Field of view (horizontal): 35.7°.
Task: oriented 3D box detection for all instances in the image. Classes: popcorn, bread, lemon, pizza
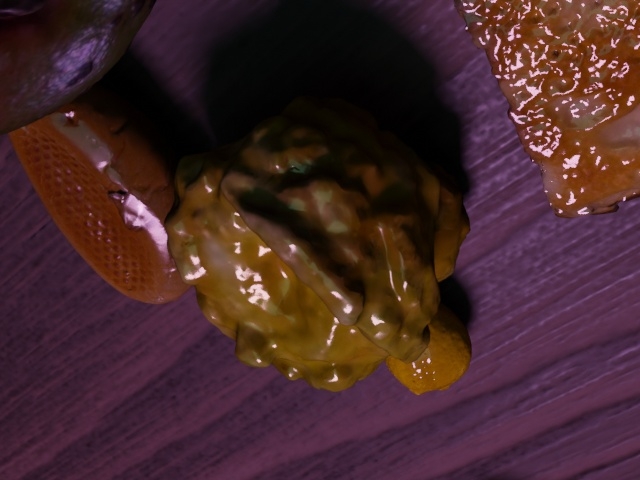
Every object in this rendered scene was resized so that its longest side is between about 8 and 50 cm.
[{"bbox_3d":[0.000,-0.003,0.635,0.197,0.155,0.197,16,142,13],"label":"popcorn"},{"bbox_3d":[-0.142,-0.037,0.693,0.114,0.077,0.189,2,129,39],"label":"bread"},{"bbox_3d":[0.077,0.078,0.723,0.065,0.065,0.092,-14,127,24],"label":"lemon"},{"bbox_3d":[0.185,-0.154,0.513,0.223,0.089,0.323,31,125,-16],"label":"pizza"}]

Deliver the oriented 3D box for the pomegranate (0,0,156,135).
[{"bbox_3d":[-0.211,-0.205,0.514,0.290,0.323,0.291,-11,126,-16],"label":"pomegranate"}]
